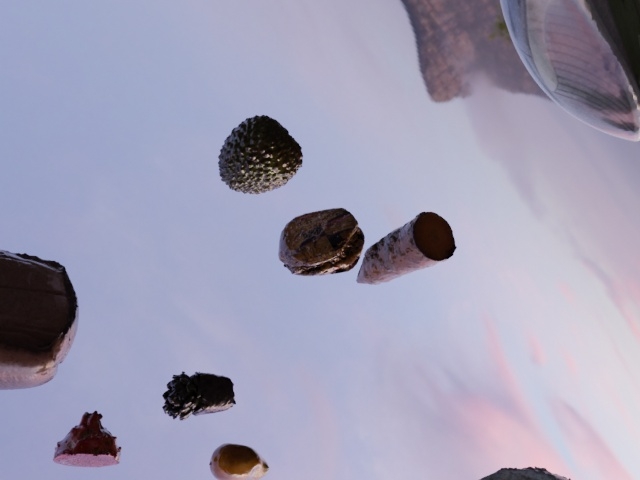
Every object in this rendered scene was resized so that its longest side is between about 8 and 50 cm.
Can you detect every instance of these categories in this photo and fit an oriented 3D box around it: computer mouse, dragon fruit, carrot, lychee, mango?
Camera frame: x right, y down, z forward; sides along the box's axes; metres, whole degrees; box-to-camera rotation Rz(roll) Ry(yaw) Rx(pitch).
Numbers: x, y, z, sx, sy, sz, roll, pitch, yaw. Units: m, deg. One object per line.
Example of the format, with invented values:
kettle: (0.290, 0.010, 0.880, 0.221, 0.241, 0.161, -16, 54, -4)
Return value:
computer mouse: (0.170, -0.224, 0.558, 0.379, 0.090, 0.167, 54, -142, -32)
dragon fruit: (-0.517, 0.446, 1.647, 0.153, 0.153, 0.111, 32, -130, -43)
carrot: (0.141, 0.035, 1.378, 0.101, 0.263, 0.102, 12, -117, -26)
lychee: (-0.126, -0.166, 1.458, 0.171, 0.171, 0.171, 43, -158, -22)
mango: (-0.195, 0.527, 1.725, 0.165, 0.115, 0.089, 52, -149, -59)

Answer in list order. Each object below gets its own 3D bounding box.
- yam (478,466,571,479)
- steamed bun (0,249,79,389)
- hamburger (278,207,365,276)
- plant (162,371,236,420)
yam: (0.363, 0.496, 1.203, 0.348, 0.241, 0.241, 32, -152, -56)
steamed bun: (-0.570, 0.155, 1.292, 0.251, 0.199, 0.301, 16, -155, -26)
hamburger: (0.000, 0.000, 1.842, 0.231, 0.231, 0.107, -101, -8, -51)
plant: (-0.240, 0.303, 1.436, 0.143, 0.094, 0.092, 4, -109, -34)
